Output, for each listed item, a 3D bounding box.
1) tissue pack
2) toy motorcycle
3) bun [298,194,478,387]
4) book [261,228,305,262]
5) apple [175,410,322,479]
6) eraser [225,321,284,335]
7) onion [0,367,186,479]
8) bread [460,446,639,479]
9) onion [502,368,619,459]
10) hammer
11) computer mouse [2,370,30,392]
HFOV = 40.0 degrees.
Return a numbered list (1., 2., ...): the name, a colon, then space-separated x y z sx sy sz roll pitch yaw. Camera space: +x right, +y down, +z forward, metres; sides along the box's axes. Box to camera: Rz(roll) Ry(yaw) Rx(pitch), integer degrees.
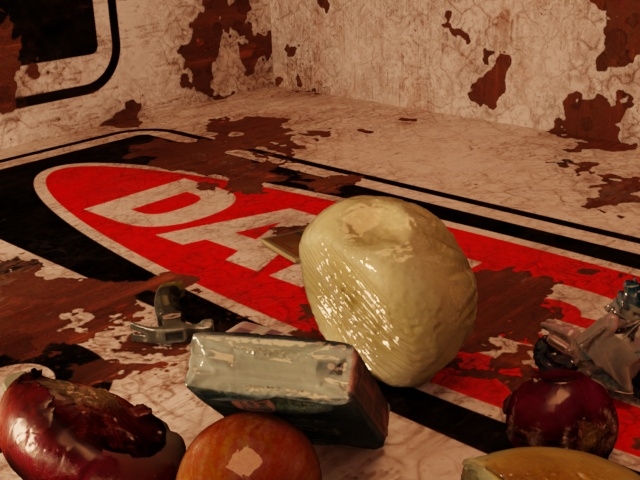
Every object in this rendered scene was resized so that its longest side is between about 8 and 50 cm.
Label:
1. tissue pack: -0.033 0.217 1.251 0.228 0.103 0.315 4 -22 14
2. toy motorcycle: 0.488 0.155 1.485 0.239 0.204 0.108 11 7 18
3. bun: 0.129 0.077 1.556 0.227 0.352 0.349 -27 69 -29
4. book: 0.000 -0.001 2.158 0.242 0.018 0.170 -14 24 -29
5. apple: -0.093 0.318 1.116 0.188 0.188 0.174 3 26 12
6. eraser: -0.125 0.187 1.675 0.105 0.026 0.065 12 22 31
7. onion: -0.330 0.305 1.224 0.272 0.195 0.272 29 0 0
8. bread: 0.274 0.374 0.990 0.333 0.160 0.333 -2 23 1
9. onion: 0.346 0.251 1.333 0.173 0.135 0.198 -11 21 -30
10. hammer: -0.304 0.145 1.776 0.159 0.041 0.226 -4 22 -11
11. computer mouse: -0.506 0.267 1.491 0.056 0.032 0.110 -10 33 -18
